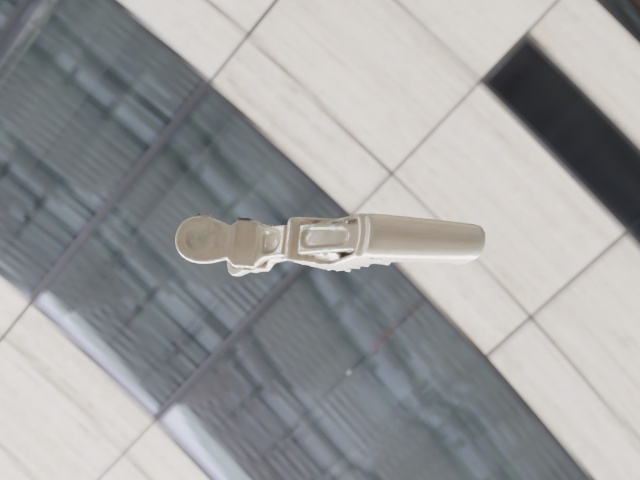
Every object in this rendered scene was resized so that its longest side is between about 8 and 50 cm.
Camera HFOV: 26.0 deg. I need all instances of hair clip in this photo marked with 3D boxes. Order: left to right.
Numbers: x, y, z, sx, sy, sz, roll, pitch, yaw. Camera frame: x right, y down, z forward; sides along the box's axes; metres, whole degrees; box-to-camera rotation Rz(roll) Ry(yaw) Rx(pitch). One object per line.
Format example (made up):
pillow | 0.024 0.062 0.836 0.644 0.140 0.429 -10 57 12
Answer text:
hair clip | 0.000 0.000 0.890 0.072 0.226 0.034 17 -104 -47
